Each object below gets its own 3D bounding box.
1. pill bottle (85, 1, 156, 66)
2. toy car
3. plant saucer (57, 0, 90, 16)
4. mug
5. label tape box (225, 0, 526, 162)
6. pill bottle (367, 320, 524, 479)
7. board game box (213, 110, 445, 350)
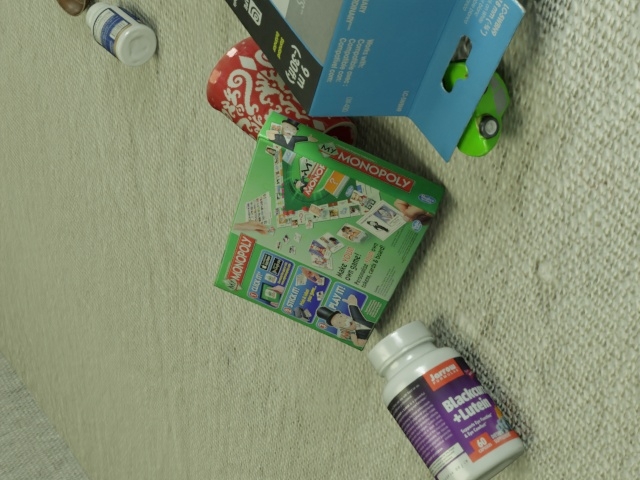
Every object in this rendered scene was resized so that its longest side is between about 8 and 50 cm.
[{"bbox_3d":[-0.303,-0.313,1.834,0.120,0.067,0.067,40,143,40],"label":"pill bottle"},{"bbox_3d":[0.138,-0.194,1.186,0.239,0.053,0.224,11,122,58],"label":"toy car"},{"bbox_3d":[-0.404,-0.443,1.949,0.168,0.029,0.168,39,142,39],"label":"plant saucer"},{"bbox_3d":[-0.034,-0.152,1.487,0.169,0.150,0.113,44,101,28],"label":"mug"},{"bbox_3d":[0.021,-0.245,1.169,0.333,0.106,0.240,55,153,20],"label":"label tape box"},{"bbox_3d":[0.140,0.193,1.423,0.193,0.108,0.108,55,150,19],"label":"pill bottle"},{"bbox_3d":[0.000,0.000,1.462,0.214,0.046,0.317,25,144,1],"label":"board game box"}]
